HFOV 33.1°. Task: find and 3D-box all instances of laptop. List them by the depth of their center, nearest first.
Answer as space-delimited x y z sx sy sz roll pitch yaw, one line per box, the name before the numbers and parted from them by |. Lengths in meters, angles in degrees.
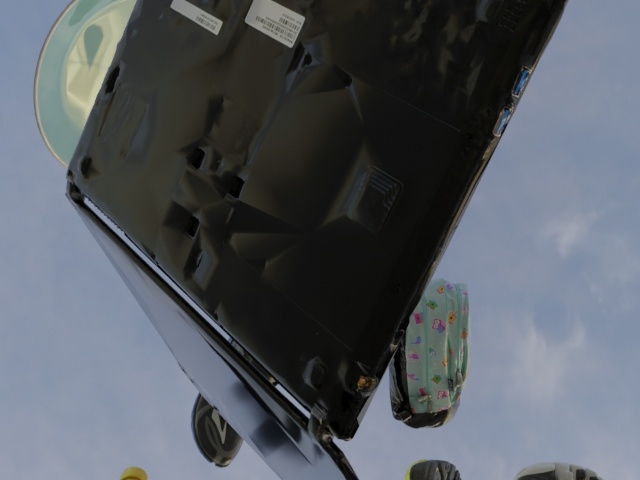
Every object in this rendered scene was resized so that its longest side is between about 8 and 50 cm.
laptop | 0.000 0.000 0.468 0.234 0.136 0.264 36 -75 45

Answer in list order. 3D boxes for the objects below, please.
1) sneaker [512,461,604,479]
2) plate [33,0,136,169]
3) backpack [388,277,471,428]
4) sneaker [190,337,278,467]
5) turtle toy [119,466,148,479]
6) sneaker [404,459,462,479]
sneaker | 0.337 0.360 1.352 0.292 0.110 0.118 29 -28 -25
plate | -0.158 -0.138 0.890 0.024 0.188 0.188 32 -68 37
backpack | 0.140 0.134 1.405 0.115 0.152 0.182 -5 -63 -5
sneaker | -0.090 0.165 1.226 0.067 0.078 0.188 31 -112 -22
turtle toy | -0.161 0.239 0.891 0.130 0.095 0.066 31 -74 -11
sneaker | 0.111 0.307 1.193 0.094 0.081 0.208 5 -39 23
